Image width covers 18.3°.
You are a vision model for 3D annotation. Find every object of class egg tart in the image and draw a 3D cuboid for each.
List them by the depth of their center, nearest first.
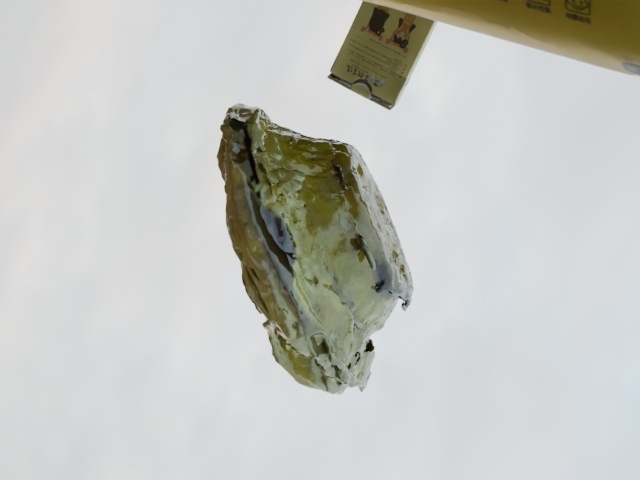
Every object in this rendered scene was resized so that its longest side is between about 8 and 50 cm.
[{"bbox_3d":[0.000,0.000,1.481,0.106,0.241,0.241,-20,-140,12],"label":"egg tart"}]

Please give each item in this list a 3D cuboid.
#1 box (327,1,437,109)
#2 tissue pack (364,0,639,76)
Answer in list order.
[{"bbox_3d":[0.069,-0.203,1.857,0.149,0.073,0.020,-63,171,13],"label":"box"},{"bbox_3d":[0.184,-0.315,1.576,0.228,0.382,0.293,-47,145,-38],"label":"tissue pack"}]
